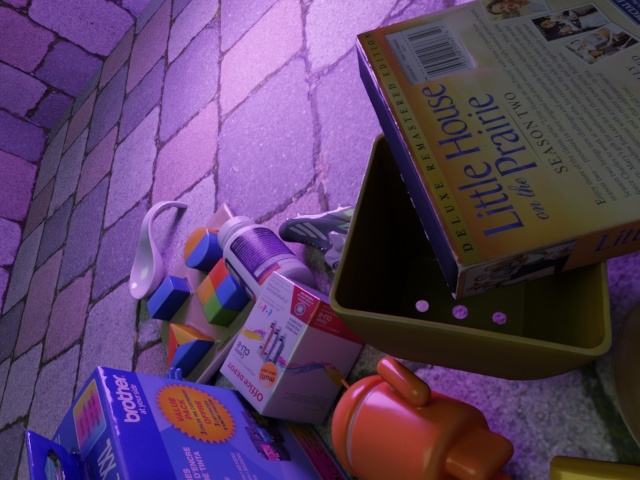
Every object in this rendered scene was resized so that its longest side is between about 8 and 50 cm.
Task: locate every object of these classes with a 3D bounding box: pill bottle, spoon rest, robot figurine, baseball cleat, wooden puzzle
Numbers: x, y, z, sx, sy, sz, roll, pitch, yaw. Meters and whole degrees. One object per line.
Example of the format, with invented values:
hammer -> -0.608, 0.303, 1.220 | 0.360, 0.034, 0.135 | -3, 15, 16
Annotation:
pill bottle -> -0.106, 0.039, 0.846 | 0.193, 0.108, 0.108 | 44, 104, 38
spoon rest -> -0.434, 0.018, 1.233 | 0.137, 0.084, 0.276 | 5, 74, 47
robot figurine -> 0.102, 0.227, 0.543 | 0.220, 0.158, 0.128 | 5, 53, 47
baseball cleat -> 0.000, 0.000, 0.802 | 0.206, 0.072, 0.109 | -16, 67, 45
wooden puzzle -> -0.258, 0.117, 1.005 | 0.322, 0.081, 0.347 | -50, 43, 16

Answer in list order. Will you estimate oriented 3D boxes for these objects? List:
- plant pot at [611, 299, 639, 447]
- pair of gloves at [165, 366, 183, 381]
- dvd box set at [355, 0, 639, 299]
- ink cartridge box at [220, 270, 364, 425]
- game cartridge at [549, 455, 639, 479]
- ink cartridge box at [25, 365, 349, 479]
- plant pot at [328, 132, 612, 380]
plant pot -> 0.361, 0.109, 0.367 | 0.236, 0.032, 0.236 | -30, 38, 26
pair of gloves -> -0.288, 0.337, 0.925 | 0.198, 0.023, 0.159 | -35, 74, 39
dvd box set -> 0.270, -0.138, 0.431 | 0.421, 0.062, 0.307 | -16, 54, 1
ink cartridge box -> -0.036, 0.161, 0.711 | 0.128, 0.127, 0.176 | 25, 87, 48
game cartridge -> 0.335, 0.316, 0.317 | 0.324, 0.053, 0.285 | -15, 61, 43
ink cartridge box -> -0.146, 0.303, 0.558 | 0.270, 0.396, 0.151 | 39, 101, 48
plant pot -> 0.149, 0.034, 0.493 | 0.213, 0.187, 0.212 | 7, 59, 17
